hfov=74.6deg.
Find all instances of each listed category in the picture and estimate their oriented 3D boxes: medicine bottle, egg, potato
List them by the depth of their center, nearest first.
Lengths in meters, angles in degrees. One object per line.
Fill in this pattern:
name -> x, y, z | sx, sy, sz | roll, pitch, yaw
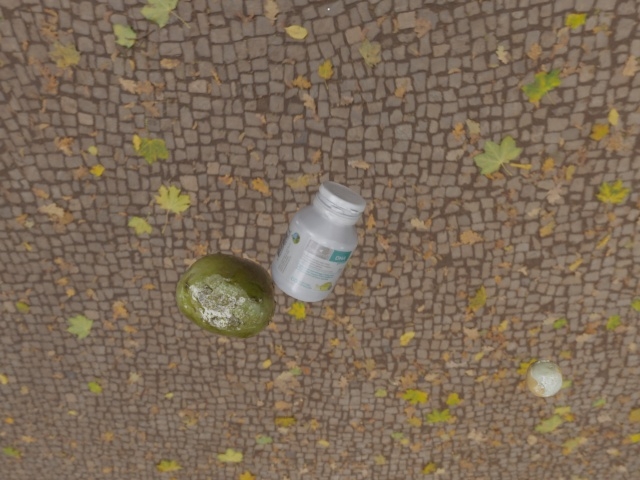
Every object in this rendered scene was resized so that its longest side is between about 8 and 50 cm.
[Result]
medicine bottle -> 0.000, 0.000, 0.812 | 0.135, 0.135, 0.215 | 22, 114, -11
egg -> 0.482, 0.301, 0.907 | 0.071, 0.071, 0.083 | 2, 117, 0
potato -> -0.195, 0.122, 0.951 | 0.210, 0.307, 0.173 | 20, 89, 2
